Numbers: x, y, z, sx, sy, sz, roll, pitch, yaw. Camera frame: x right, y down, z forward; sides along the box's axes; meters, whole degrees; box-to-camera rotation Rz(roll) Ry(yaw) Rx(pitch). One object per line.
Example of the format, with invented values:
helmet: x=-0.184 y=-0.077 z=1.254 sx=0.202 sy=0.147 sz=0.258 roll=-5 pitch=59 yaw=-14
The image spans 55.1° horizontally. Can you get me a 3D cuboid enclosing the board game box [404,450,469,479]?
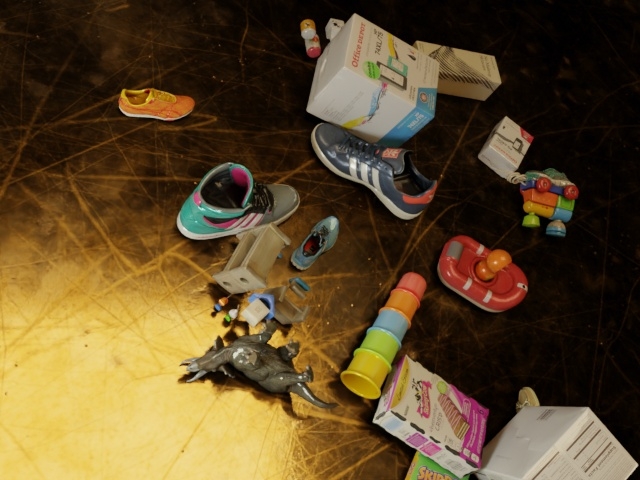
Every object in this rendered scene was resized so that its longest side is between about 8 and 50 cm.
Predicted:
board game box: x=0.216 y=0.560 z=1.270 sx=0.124 sy=0.039 sz=0.259 roll=35 pitch=59 yaw=-3

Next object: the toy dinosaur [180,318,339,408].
toy dinosaur: x=-0.103 y=0.249 z=1.230 sx=0.314 sy=0.160 sz=0.121 roll=23 pitch=58 yaw=-19

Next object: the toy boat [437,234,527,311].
toy boat: x=0.418 y=0.072 z=1.523 sx=0.231 sy=0.151 sz=0.151 roll=31 pitch=58 yaw=-6

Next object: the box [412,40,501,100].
box: x=0.389 y=-0.501 z=1.823 sx=0.275 sy=0.094 sz=0.113 roll=2 pitch=65 yaw=-22

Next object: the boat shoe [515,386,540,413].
boat shoe: x=0.482 y=0.421 z=1.440 sx=0.048 sy=0.056 sz=0.153 roll=7 pitch=73 yaw=-17

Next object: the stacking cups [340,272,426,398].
stacking cups: x=0.160 y=0.202 z=1.384 sx=0.096 sy=0.096 sz=0.316 roll=37 pitch=58 yaw=-2

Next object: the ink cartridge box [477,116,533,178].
ink cartridge box: x=0.542 y=-0.272 z=1.795 sx=0.109 sy=0.063 sz=0.150 roll=37 pitch=57 yaw=-3

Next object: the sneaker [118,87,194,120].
sneaker: x=-0.376 y=-0.320 z=1.427 sx=0.175 sy=0.067 sz=0.064 roll=-8 pitch=67 yaw=-28

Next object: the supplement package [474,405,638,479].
supplement package: x=0.465 y=0.462 z=1.263 sx=0.204 sy=0.262 sz=0.145 roll=-38 pitch=85 yaw=-16

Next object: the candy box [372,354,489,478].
candy box: x=0.244 y=0.379 z=1.328 sx=0.233 sy=0.071 sz=0.159 roll=33 pitch=42 yaw=-5

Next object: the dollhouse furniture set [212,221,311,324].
dollhouse furniture set: x=-0.111 y=0.077 z=1.332 sx=0.183 sy=0.129 sz=0.129 roll=45 pitch=53 yaw=-27

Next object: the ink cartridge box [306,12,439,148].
ink cartridge box: x=0.136 y=-0.398 z=1.587 sx=0.270 sy=0.197 sz=0.198 roll=22 pitch=59 yaw=-21

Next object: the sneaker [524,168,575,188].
sneaker: x=0.669 y=-0.182 z=1.817 sx=0.167 sy=0.065 sz=0.076 roll=13 pitch=45 yaw=-20

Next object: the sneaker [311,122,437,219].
sneaker: x=0.143 y=-0.204 z=1.542 sx=0.350 sy=0.148 sz=0.131 roll=34 pitch=58 yaw=-5

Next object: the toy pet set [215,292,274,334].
toy pet set: x=-0.143 y=0.145 z=1.274 sx=0.122 sy=0.114 sz=0.065 roll=47 pitch=56 yaw=1

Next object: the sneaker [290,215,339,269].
sneaker: x=0.000 y=0.000 z=1.427 sx=0.063 sy=0.073 sz=0.162 roll=39 pitch=57 yaw=-1

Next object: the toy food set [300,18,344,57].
toy food set: x=0.052 y=-0.521 z=1.678 sx=0.232 sy=0.111 sz=0.104 roll=3 pitch=64 yaw=-25

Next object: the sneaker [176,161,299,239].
sneaker: x=-0.159 y=-0.100 z=1.346 sx=0.296 sy=0.178 sz=0.123 roll=-16 pitch=73 yaw=-29

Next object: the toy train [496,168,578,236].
toy train: x=0.591 y=-0.102 z=1.721 sx=0.248 sy=0.105 sz=0.143 roll=13 pitch=82 yaw=-11
